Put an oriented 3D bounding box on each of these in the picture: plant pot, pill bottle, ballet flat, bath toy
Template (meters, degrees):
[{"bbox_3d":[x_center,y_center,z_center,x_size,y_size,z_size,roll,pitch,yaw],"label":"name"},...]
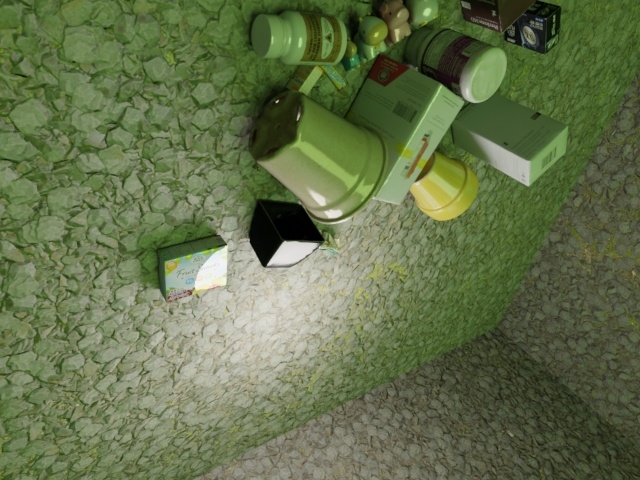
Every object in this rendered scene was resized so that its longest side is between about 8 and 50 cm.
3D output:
[{"bbox_3d":[0.453,-0.241,1.899,0.239,0.254,0.254,31,101,-35],"label":"plant pot"},{"bbox_3d":[0.412,-0.562,1.501,0.169,0.301,0.169,-24,137,-25],"label":"pill bottle"},{"bbox_3d":[-0.056,-0.524,1.244,0.229,0.131,0.131,-13,132,-35],"label":"pill bottle"},{"bbox_3d":[-0.133,-0.007,1.613,0.188,0.187,0.167,3,133,-44],"label":"plant pot"},{"bbox_3d":[0.000,0.000,1.815,0.241,0.091,0.077,14,91,-52],"label":"ballet flat"},{"bbox_3d":[-0.027,-0.256,1.386,0.305,0.334,0.334,28,103,-42],"label":"plant pot"},{"bbox_3d":[0.195,-0.633,1.391,0.348,0.151,0.129,-36,106,-13],"label":"bath toy"}]

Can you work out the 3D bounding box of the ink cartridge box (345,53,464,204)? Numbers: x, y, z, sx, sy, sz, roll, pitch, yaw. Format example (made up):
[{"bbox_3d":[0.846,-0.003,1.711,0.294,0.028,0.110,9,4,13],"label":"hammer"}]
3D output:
[{"bbox_3d":[0.223,-0.350,1.541,0.160,0.279,0.385,10,117,-48],"label":"ink cartridge box"}]

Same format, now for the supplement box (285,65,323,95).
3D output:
[{"bbox_3d":[-0.047,-0.461,1.366,0.098,0.062,0.036,-54,142,10],"label":"supplement box"}]

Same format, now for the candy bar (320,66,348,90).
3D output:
[{"bbox_3d":[0.033,-0.506,1.435,0.040,0.018,0.161,-49,141,5],"label":"candy bar"}]

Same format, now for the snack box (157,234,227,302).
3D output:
[{"bbox_3d":[-0.405,0.088,1.526,0.207,0.070,0.175,-16,134,-33],"label":"snack box"}]

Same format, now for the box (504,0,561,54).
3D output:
[{"bbox_3d":[0.760,-0.778,1.725,0.077,0.180,0.147,-41,143,-8],"label":"box"}]

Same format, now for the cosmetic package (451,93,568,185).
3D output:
[{"bbox_3d":[0.724,-0.407,1.864,0.217,0.385,0.156,-42,143,-8],"label":"cosmetic package"}]

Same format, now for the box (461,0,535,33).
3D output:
[{"bbox_3d":[0.558,-0.812,1.518,0.167,0.168,0.203,-44,141,-3],"label":"box"}]

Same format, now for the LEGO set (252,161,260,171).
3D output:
[{"bbox_3d":[-0.177,-0.252,1.473,0.083,0.023,0.054,-32,140,4],"label":"LEGO set"}]

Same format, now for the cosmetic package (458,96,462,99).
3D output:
[{"bbox_3d":[0.383,-0.455,1.716,0.107,0.127,0.238,16,114,-49],"label":"cosmetic package"}]
